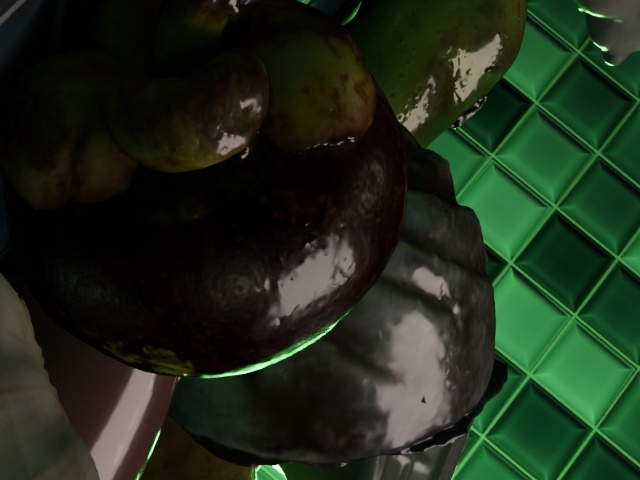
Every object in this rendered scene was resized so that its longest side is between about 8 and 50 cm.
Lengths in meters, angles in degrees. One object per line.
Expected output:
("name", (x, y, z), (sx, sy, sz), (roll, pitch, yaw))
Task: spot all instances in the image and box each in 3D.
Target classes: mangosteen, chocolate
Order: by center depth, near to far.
("mangosteen", (-0.055, -0.047, 0.793), (0.192, 0.192, 0.217), (-48, 145, -39))
("chocolate", (0.000, 0.000, 1.297), (0.303, 0.303, 0.213), (-47, 151, -47))

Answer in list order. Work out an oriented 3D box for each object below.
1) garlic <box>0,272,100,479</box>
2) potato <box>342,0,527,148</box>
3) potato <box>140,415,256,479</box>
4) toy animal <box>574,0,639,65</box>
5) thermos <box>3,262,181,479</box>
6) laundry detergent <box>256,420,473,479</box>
("garlic", (-0.199, 0.101, 0.647), (0.226, 0.199, 0.199), (-20, 169, -13))
("potato", (0.082, -0.158, 1.536), (0.248, 0.143, 0.169), (-49, 166, -17))
("potato", (-0.149, 0.153, 1.425), (0.229, 0.229, 0.266), (126, -29, -50))
("toy animal", (0.175, -0.223, 0.990), (0.206, 0.265, 0.271), (-53, 175, 15))
("thermos", (-0.142, 0.073, 1.056), (0.176, 0.146, 0.265), (14, 108, -59))
("laundry detergent", (-0.052, 0.141, 1.566), (0.398, 0.124, 0.264), (10, -103, 45))
